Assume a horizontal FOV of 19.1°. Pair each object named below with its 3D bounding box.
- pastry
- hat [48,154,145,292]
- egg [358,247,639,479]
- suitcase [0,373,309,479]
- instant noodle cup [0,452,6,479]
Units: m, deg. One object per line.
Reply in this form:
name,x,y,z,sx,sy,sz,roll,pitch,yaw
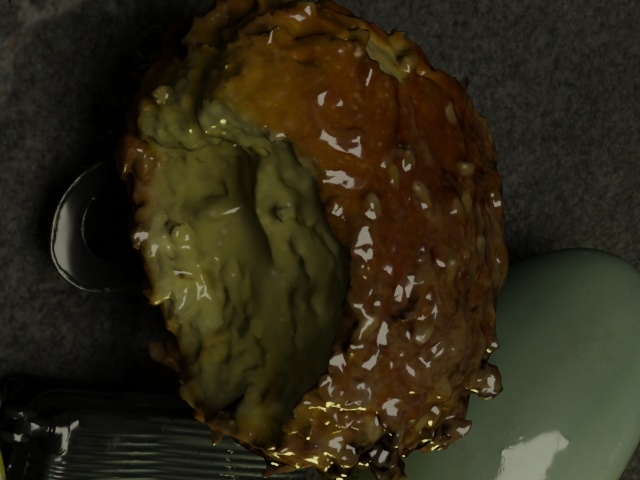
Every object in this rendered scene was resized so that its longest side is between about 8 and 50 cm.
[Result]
pastry,0.005,-0.012,1.547,0.337,0.292,0.405,-21,94,-55
hat,-0.184,-0.015,1.564,0.121,0.050,0.121,-7,101,-43
egg,0.186,0.156,1.772,0.371,0.230,0.230,-46,125,-24
suitcase,-0.163,0.219,1.592,0.312,0.128,0.202,9,96,-38
instant noodle cup,-0.352,0.205,1.332,0.264,0.200,0.264,2,90,-74
